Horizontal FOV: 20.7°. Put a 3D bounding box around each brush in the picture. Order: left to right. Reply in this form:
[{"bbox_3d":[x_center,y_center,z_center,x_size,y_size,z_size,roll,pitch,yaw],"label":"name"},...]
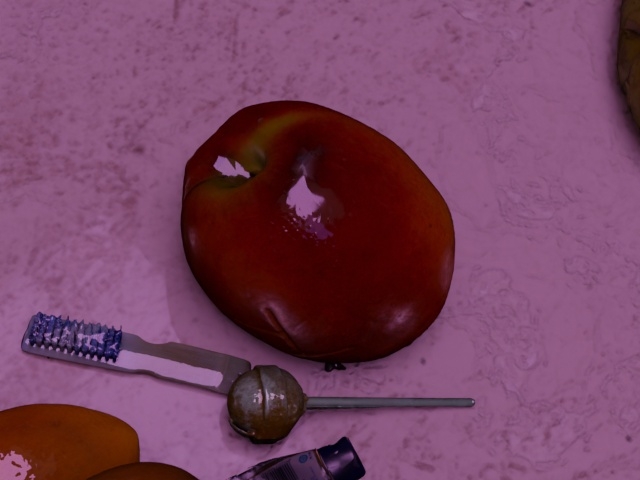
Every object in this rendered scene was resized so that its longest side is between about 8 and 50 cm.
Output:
[{"bbox_3d":[-0.141,0.086,1.361,0.178,0.030,0.033,12,58,-4],"label":"brush"}]

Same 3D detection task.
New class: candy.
[{"bbox_3d":[0.026,0.128,1.368,0.202,0.061,0.061,2,69,-18],"label":"candy"}]

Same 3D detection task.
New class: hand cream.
[{"bbox_3d":[-0.043,0.199,1.333,0.163,0.039,0.062,-25,77,-11],"label":"hand cream"}]

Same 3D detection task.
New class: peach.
[{"bbox_3d":[0.000,0.000,1.365,0.196,0.226,0.190,-37,40,13],"label":"peach"}]

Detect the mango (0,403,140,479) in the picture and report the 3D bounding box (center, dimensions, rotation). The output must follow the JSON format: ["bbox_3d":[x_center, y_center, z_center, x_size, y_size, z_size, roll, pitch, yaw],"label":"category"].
[{"bbox_3d":[-0.225,0.195,1.266,0.217,0.102,0.141,-29,83,-16],"label":"mango"}]

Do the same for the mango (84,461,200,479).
[{"bbox_3d":[-0.102,0.335,1.145,0.264,0.221,0.378,-2,74,21],"label":"mango"}]

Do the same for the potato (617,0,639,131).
[{"bbox_3d":[0.312,-0.166,1.496,0.117,0.090,0.225,1,71,-9],"label":"potato"}]
